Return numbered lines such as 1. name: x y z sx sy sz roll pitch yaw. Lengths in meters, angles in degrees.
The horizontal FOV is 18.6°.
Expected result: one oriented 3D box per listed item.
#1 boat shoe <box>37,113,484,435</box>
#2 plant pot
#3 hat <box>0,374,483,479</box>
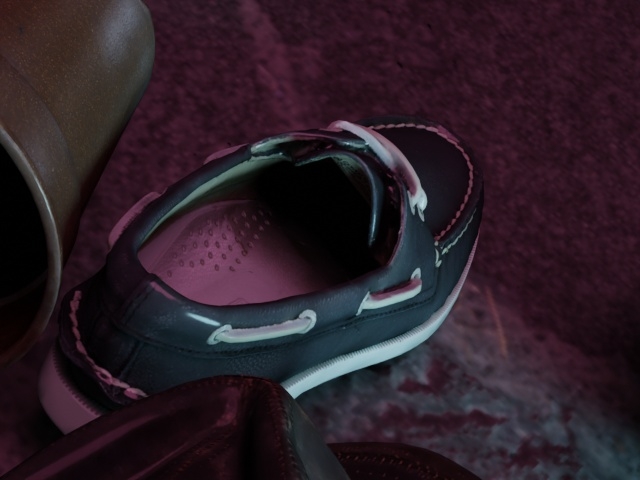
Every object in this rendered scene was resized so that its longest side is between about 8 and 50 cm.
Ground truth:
1. boat shoe: 0.000 0.000 0.861 0.114 0.091 0.302 36 36 11
2. plant pot: -0.154 -0.055 0.816 0.167 0.167 0.165 29 40 -2
3. hat: -0.050 0.132 0.639 0.331 0.134 0.331 -9 31 5
